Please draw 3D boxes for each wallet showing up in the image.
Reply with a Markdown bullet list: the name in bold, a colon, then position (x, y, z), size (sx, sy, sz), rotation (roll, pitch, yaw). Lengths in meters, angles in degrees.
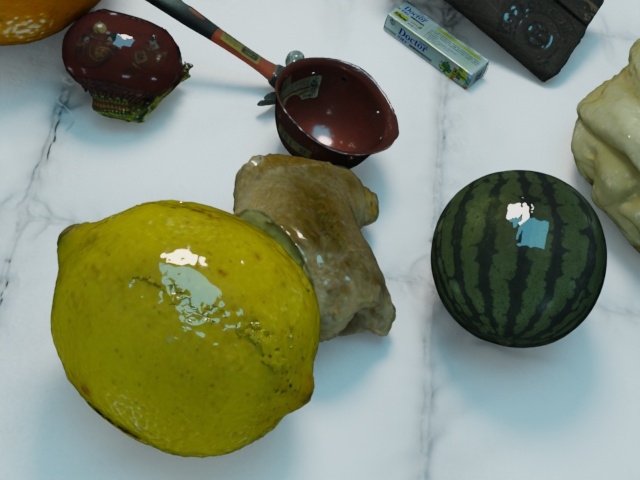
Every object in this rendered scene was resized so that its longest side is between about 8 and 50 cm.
- **wallet**: position (0.258, -0.391, 1.600), size (0.321, 0.044, 0.170), rotation (38, 75, -7)

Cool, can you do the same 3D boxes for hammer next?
- **hammer**: position (-0.144, -0.278, 1.453), size (0.287, 0.033, 0.111), rotation (32, 49, -24)

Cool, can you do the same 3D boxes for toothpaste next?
- **toothpaste**: position (0.170, -0.287, 1.597), size (0.164, 0.034, 0.046), rotation (40, 58, 17)

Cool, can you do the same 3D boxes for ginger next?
- **ginger**: position (0.000, 0.000, 1.307), size (0.276, 0.130, 0.221), rotation (51, 40, 11)

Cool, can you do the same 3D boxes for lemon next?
- **lemon**: position (-0.144, 0.084, 1.137), size (0.310, 0.258, 0.258), rotation (32, 55, 1)

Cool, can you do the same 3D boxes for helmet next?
- **helmet**: position (0.014, -0.144, 1.421), size (0.175, 0.106, 0.155), rotation (35, 50, 13)

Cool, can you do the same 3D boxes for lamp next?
- **lamp**: position (-0.259, -0.225, 1.413), size (0.157, 0.156, 0.135), rotation (19, 96, 14)

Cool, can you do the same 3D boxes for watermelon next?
- **watermelon**: position (0.232, 0.024, 1.285), size (0.212, 0.212, 0.212), rotation (5, 54, -7)

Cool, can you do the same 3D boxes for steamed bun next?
- **steamed bun**: position (0.513, -0.145, 1.450), size (0.372, 0.230, 0.325), rotation (-26, 67, -28)

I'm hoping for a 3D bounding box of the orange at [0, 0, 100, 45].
- **orange**: position (-0.441, -0.443, 1.412), size (0.424, 0.326, 0.424), rotation (17, 51, -22)
